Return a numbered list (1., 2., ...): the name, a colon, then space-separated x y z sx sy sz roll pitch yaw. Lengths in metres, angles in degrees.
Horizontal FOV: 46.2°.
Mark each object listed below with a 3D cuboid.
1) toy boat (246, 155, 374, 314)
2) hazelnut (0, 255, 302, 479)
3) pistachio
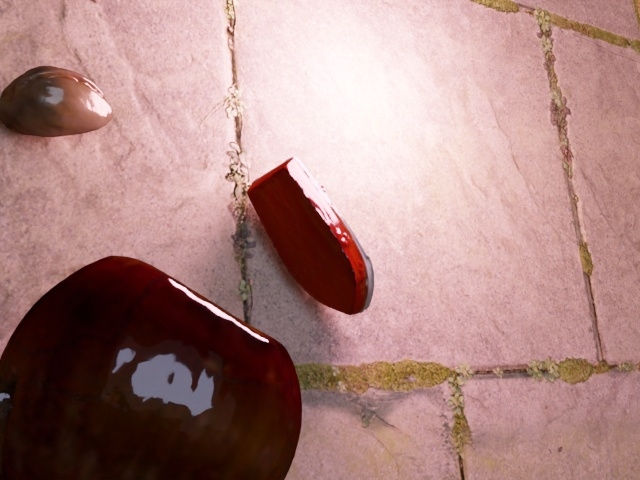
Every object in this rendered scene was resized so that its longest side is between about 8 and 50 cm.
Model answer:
1. toy boat: 0.000 0.000 1.449 0.332 0.145 0.133 58 26 -5
2. hazelnut: -0.248 0.233 1.076 0.429 0.402 0.402 32 60 -29
3. pistachio: -0.439 -0.225 1.246 0.184 0.124 0.125 4 73 -39
